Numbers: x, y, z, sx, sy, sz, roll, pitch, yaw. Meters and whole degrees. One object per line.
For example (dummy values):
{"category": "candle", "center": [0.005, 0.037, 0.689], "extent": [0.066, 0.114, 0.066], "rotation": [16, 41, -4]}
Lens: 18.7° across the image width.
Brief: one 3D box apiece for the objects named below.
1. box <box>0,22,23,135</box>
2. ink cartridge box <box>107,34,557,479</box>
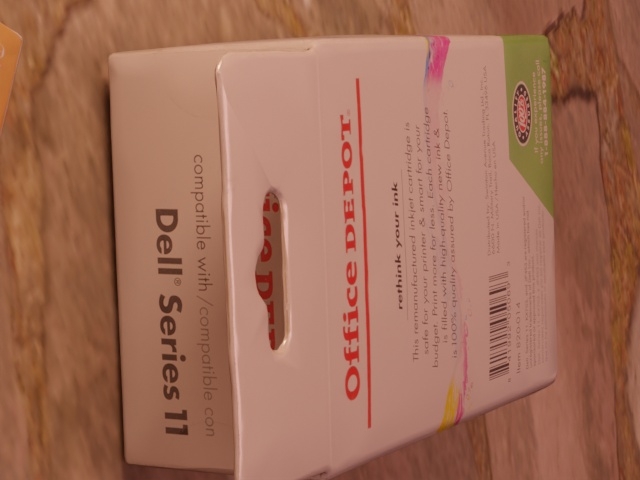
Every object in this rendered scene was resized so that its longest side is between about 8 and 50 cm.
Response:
{"category": "box", "center": [-0.193, -0.020, 0.680], "extent": [0.130, 0.091, 0.170], "rotation": [35, 60, -55]}
{"category": "ink cartridge box", "center": [0.000, 0.000, 0.986], "extent": [0.353, 0.119, 0.207], "rotation": [-10, 100, -61]}
